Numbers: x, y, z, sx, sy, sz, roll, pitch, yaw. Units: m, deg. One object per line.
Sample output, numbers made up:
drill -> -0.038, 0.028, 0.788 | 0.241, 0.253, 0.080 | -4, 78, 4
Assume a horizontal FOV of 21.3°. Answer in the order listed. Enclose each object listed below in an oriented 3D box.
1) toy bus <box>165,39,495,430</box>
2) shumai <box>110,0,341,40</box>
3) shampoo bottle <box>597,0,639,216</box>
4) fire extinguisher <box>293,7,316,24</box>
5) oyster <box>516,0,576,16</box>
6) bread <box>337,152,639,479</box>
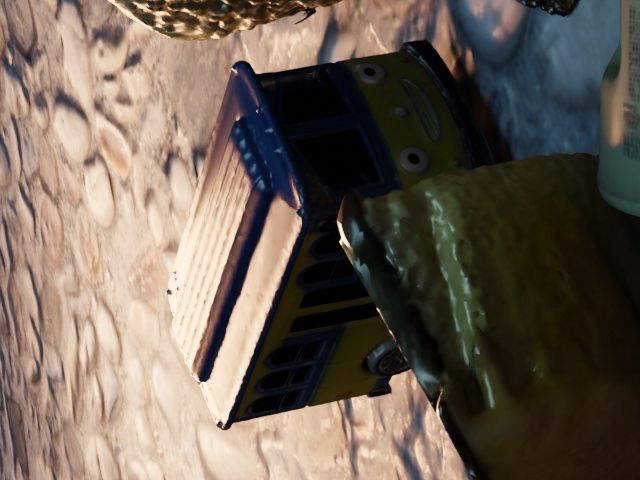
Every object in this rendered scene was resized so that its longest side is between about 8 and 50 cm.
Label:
toy bus -> 0.000, 0.000, 1.227 | 0.288, 0.175, 0.138 | 111, 142, -50
shumai -> -0.056, -0.289, 1.225 | 0.260, 0.225, 0.222 | -31, 51, 49
shampoo bottle -> 0.189, -0.131, 0.851 | 0.118, 0.087, 0.234 | 28, 124, 61
fire extinguisher -> -0.010, -0.224, 1.351 | 0.046, 0.032, 0.100 | -20, 80, 32
oyster -> 0.130, -0.167, 1.053 | 0.083, 0.019, 0.054 | -143, 47, -58
bread -> 0.131, 0.062, 0.978 | 0.262, 0.162, 0.204 | 19, -129, -68
